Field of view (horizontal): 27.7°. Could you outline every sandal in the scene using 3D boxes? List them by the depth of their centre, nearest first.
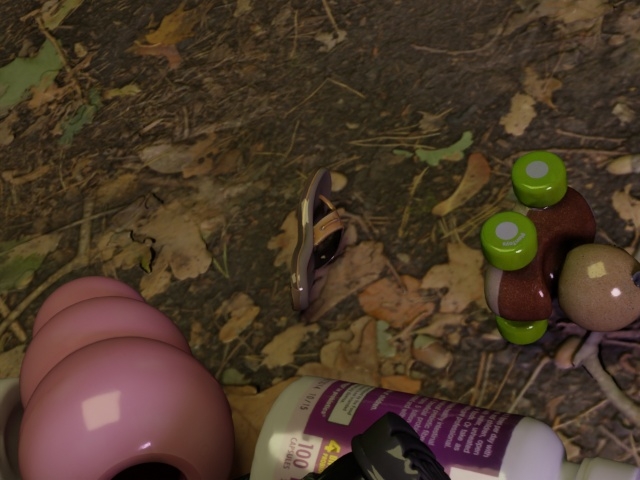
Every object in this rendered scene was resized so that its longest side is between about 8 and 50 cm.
[{"bbox_3d":[0.000,0.000,1.419,0.049,0.072,0.180,2,52,9],"label":"sandal"}]

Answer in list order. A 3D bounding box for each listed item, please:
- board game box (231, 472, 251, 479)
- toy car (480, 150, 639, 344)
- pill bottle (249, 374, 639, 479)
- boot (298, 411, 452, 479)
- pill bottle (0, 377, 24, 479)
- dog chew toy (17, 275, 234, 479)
[{"bbox_3d":[-0.019,0.284,1.199,0.126,0.026,0.186,-21,45,9],"label":"board game box"},{"bbox_3d":[0.259,0.026,1.210,0.188,0.155,0.149,16,59,25],"label":"toy car"},{"bbox_3d":[0.105,0.219,1.080,0.301,0.169,0.169,8,55,20],"label":"pill bottle"},{"bbox_3d":[0.038,0.325,0.929,0.260,0.131,0.348,-38,61,7],"label":"boot"},{"bbox_3d":[-0.413,0.225,1.372,0.245,0.136,0.136,-9,48,20],"label":"pill bottle"},{"bbox_3d":[-0.210,0.152,1.301,0.206,0.207,0.332,-31,37,-2],"label":"dog chew toy"}]
